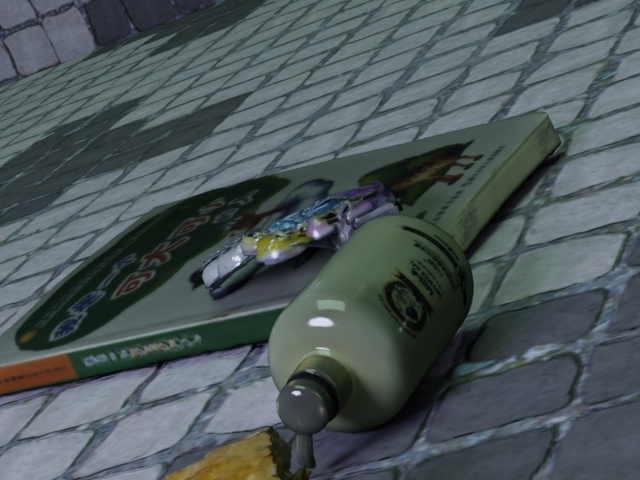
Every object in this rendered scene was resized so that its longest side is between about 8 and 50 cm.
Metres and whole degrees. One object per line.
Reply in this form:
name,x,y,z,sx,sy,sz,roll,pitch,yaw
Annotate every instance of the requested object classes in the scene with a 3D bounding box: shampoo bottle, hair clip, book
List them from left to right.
book,-0.039,0.009,1.229,0.371,0.043,0.260,-14,18,34
hair clip,0.000,-0.001,1.084,0.116,0.049,0.172,-18,5,-26
shampoo bottle,0.020,0.050,0.910,0.079,0.079,0.162,-16,16,30

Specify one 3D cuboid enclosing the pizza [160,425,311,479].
pizza,-0.064,0.180,0.611,0.280,0.075,0.287,-34,19,-20
